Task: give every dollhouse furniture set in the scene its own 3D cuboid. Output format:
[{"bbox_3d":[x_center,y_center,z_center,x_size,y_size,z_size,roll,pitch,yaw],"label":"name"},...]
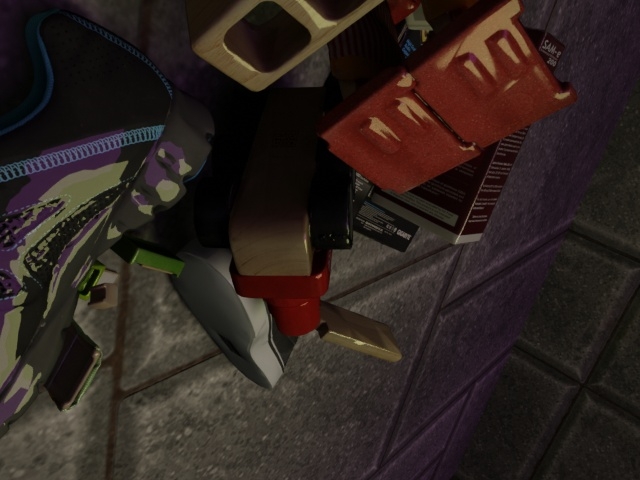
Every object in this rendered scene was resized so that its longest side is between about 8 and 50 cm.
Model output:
[{"bbox_3d":[-0.189,0.069,0.494,0.151,0.076,0.058,-61,149,0],"label":"dollhouse furniture set"},{"bbox_3d":[-0.006,-0.201,0.337,0.152,0.201,0.374,-29,145,28],"label":"dollhouse furniture set"}]

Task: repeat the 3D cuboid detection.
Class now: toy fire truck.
[{"bbox_3d":[0.000,0.000,0.541,0.217,0.158,0.246,-84,171,-47],"label":"toy fire truck"}]

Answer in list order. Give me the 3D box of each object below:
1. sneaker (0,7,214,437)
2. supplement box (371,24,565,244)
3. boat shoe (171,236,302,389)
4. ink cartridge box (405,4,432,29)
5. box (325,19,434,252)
[{"bbox_3d":[-0.223,0.004,0.377,0.139,0.125,0.341,42,74,-42],"label":"sneaker"},{"bbox_3d":[0.164,-0.130,0.648,0.073,0.130,0.239,-6,121,-50],"label":"supplement box"},{"bbox_3d":[-0.072,0.071,0.633,0.105,0.113,0.306,-52,152,-24],"label":"boat shoe"},{"bbox_3d":[0.151,-0.398,0.532,0.261,0.066,0.296,-42,131,-26],"label":"ink cartridge box"},{"bbox_3d":[0.105,-0.146,0.740,0.295,0.073,0.293,19,99,-58],"label":"box"}]
